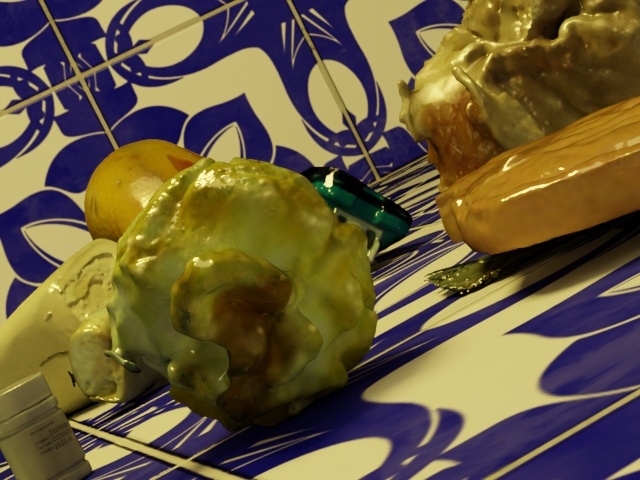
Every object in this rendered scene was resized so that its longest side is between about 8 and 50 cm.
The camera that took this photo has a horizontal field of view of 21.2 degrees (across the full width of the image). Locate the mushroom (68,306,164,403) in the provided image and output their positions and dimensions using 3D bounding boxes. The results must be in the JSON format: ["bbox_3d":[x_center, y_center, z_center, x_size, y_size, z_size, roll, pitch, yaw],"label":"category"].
[{"bbox_3d":[-0.183,0.100,1.847,0.081,0.100,0.312,-22,4,21],"label":"mushroom"}]

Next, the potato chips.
[{"bbox_3d":[0.157,0.005,1.343,0.142,0.026,0.209,-31,5,-30],"label":"potato chips"}]

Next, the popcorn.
[{"bbox_3d":[-0.058,0.039,1.150,0.198,0.198,0.212,-27,10,3],"label":"popcorn"}]

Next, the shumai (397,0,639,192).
[{"bbox_3d":[0.212,-0.108,1.694,0.262,0.267,0.314,-59,-15,-20],"label":"shumai"}]

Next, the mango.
[{"bbox_3d":[-0.176,-0.014,2.138,0.182,0.253,0.365,-60,9,5],"label":"mango"}]

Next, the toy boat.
[{"bbox_3d":[0.000,0.000,1.994,0.092,0.134,0.299,-64,10,-15],"label":"toy boat"}]

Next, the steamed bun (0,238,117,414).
[{"bbox_3d":[-0.285,0.124,1.979,0.239,0.152,0.170,-48,-1,38],"label":"steamed bun"}]

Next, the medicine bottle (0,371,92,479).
[{"bbox_3d":[-0.229,0.159,1.380,0.058,0.091,0.058,-27,3,2],"label":"medicine bottle"}]

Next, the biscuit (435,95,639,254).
[{"bbox_3d":[0.271,-0.088,1.236,0.385,0.062,0.365,-21,3,-3],"label":"biscuit"}]
